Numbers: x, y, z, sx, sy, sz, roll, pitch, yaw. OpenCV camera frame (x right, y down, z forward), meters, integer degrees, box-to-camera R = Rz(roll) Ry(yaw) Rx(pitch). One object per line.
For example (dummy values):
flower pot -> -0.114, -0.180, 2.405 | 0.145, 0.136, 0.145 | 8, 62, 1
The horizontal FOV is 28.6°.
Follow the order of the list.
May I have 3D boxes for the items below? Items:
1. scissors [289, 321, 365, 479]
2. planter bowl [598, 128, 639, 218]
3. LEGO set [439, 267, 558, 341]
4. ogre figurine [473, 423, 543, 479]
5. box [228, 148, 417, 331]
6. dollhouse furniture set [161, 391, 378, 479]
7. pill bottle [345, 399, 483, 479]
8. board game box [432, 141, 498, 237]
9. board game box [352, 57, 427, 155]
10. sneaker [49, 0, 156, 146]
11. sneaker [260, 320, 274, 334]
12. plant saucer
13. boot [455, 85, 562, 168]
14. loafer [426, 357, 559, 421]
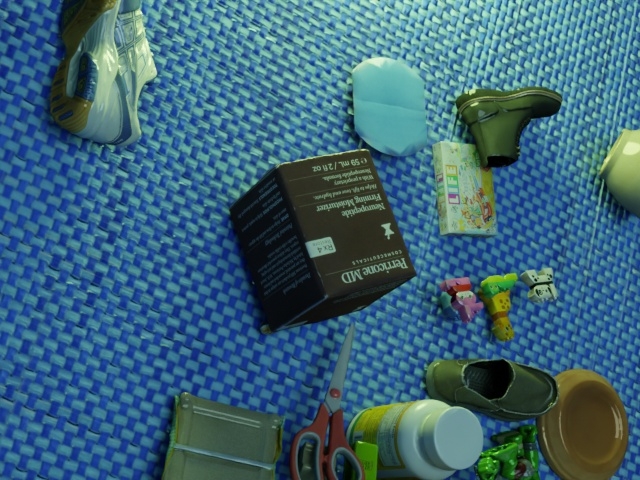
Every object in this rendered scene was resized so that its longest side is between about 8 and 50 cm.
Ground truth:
scissors -> 0.008, 0.230, 1.777 | 0.109, 0.021, 0.297 | 9, 52, -13
planter bowl -> 0.563, -0.132, 2.229 | 0.109, 0.162, 0.162 | 29, 62, 6
LEGO set -> 0.282, 0.112, 2.021 | 0.227, 0.087, 0.093 | -6, 67, -33
ogre figurine -> 0.304, 0.370, 1.969 | 0.197, 0.097, 0.118 | -27, 102, -78
box -> 0.000, 0.000, 1.807 | 0.168, 0.167, 0.203 | -13, 76, -34
dollhouse furniture set -> -0.088, 0.360, 1.751 | 0.301, 0.151, 0.197 | 16, 49, -11
pill bottle -> 0.137, 0.291, 1.819 | 0.117, 0.208, 0.118 | 8, 75, -30
board game box -> 0.240, -0.083, 2.077 | 0.103, 0.026, 0.154 | 2, 78, -31
board game box -> 0.104, -0.210, 2.019 | 0.133, 0.033, 0.169 | 6, 71, -26
sneaker -> -0.290, -0.271, 1.758 | 0.131, 0.112, 0.296 | 26, 67, -44
sneaker -> -0.059, 0.111, 1.848 | 0.083, 0.032, 0.037 | -21, 75, -36
plant saucer -> 0.451, 0.314, 2.114 | 0.200, 0.037, 0.200 | 7, 76, -30
boot -> 0.332, -0.183, 2.111 | 0.198, 0.077, 0.137 | -6, 64, -20
loafer -> 0.289, 0.237, 1.999 | 0.251, 0.087, 0.094 | 8, 75, -30
